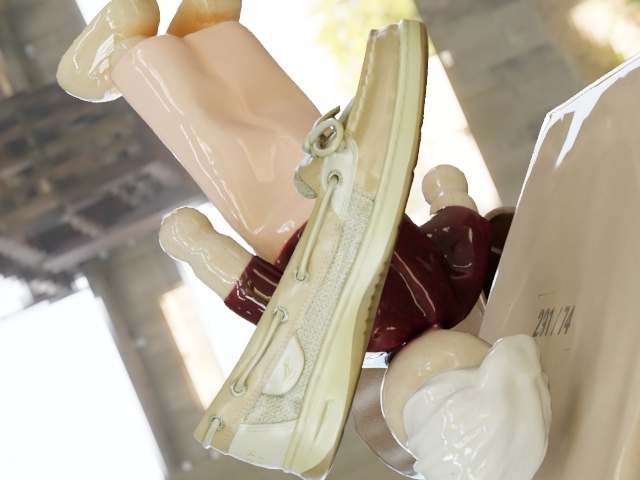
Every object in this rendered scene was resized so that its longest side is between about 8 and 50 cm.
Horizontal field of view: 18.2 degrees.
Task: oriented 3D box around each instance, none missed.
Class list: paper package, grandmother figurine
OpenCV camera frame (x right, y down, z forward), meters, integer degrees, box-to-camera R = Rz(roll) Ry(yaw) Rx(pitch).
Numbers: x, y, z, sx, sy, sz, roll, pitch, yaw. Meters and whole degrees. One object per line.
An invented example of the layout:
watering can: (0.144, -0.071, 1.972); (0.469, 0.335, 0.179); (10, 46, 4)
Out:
paper package: (0.213, 0.047, 1.140); (0.325, 0.168, 0.310); (143, 144, -74)
grandmother figurine: (0.009, 0.001, 1.073); (0.342, 0.207, 0.104); (52, 145, 26)

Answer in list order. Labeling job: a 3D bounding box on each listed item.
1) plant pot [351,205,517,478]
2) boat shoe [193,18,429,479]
plant pot: (0.112, 0.087, 1.463); (0.167, 0.165, 0.167); (30, -138, -31)
boat shoe: (0.000, 0.000, 0.644); (0.056, 0.048, 0.153); (-63, -12, -80)
